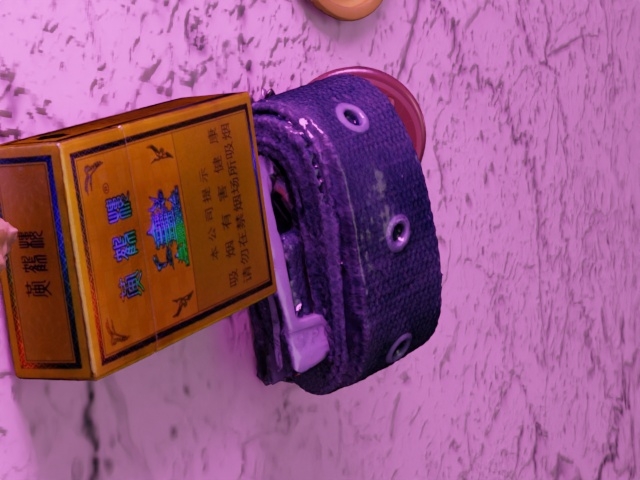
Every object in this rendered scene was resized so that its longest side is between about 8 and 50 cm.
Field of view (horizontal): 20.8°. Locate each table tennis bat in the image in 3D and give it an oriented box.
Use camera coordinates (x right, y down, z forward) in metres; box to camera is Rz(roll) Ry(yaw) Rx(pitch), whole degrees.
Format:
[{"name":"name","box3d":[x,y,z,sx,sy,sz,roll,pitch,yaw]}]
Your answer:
[{"name":"table tennis bat","box3d":[0.017,-0.061,1.354,0.119,0.108,0.169,-95,-162,-74]}]

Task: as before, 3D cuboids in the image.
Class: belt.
[{"name":"belt","box3d":[0.000,0.000,1.227,0.128,0.122,0.218,-22,107,-46]}]

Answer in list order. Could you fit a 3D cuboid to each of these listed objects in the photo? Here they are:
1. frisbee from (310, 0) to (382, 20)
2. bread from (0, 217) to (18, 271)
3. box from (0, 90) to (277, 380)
[{"name":"frisbee","box3d":[0.010,-0.290,1.370,0.236,0.017,0.235,4,86,-62]},{"name":"bread","box3d":[-0.230,0.040,0.781,0.169,0.140,0.160,40,43,-49]},{"name":"box","box3d":[-0.112,-0.008,1.082,0.220,0.064,0.140,-27,112,-61]}]
